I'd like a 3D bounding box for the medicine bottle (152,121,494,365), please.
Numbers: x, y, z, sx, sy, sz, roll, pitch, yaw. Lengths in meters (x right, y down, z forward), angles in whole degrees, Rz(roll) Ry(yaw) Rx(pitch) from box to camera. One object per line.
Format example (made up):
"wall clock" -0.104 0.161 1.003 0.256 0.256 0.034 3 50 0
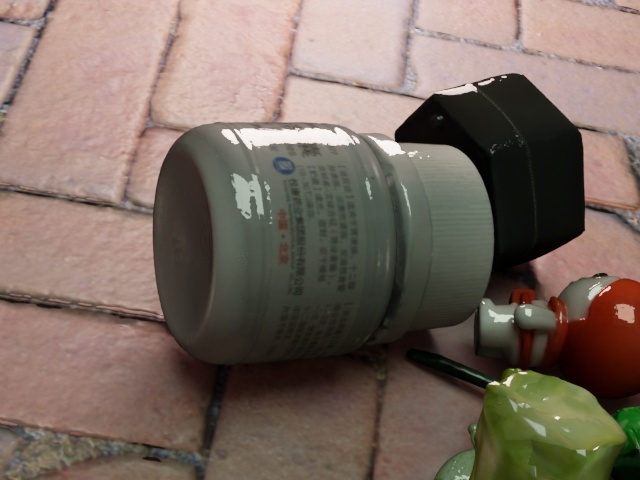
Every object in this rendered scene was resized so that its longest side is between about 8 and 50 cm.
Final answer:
"medicine bottle" 0.000 0.000 1.291 0.306 0.245 0.245 -2 44 -25

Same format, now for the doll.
"doll" 0.311 0.103 1.321 0.290 0.161 0.130 3 67 3

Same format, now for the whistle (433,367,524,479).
"whistle" 0.173 0.212 1.214 0.104 0.057 0.198 17 60 11

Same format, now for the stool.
"stool" 0.191 -0.071 1.435 0.141 0.232 0.232 -17 50 -25

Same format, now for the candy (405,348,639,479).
"candy" 0.236 0.173 1.296 0.323 0.097 0.097 22 43 21

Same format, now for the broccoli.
"broccoli" 0.126 0.269 0.941 0.275 0.397 0.353 -15 10 -29
